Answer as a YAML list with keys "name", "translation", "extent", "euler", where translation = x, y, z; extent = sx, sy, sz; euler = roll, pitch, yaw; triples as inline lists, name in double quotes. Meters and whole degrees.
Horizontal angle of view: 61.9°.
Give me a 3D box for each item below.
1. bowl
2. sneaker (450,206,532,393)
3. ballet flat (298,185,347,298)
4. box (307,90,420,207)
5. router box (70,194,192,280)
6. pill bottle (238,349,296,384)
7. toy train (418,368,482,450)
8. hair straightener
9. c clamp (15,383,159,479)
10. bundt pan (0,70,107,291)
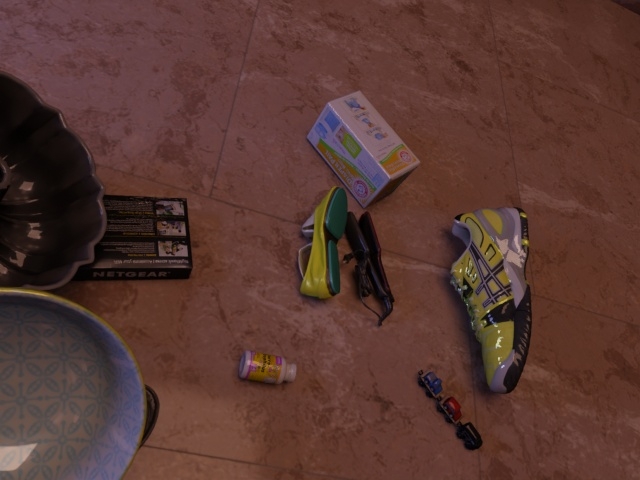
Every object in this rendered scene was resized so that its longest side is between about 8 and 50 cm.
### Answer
- name: "bowl"
  translation: [-0.358, 0.182, 0.601]
  extent: [0.290, 0.156, 0.289]
  euler: [-3, 97, -27]
- name: "sneaker"
  translation: [0.328, 0.109, 1.044]
  extent: [0.147, 0.145, 0.384]
  euler: [2, 57, 12]
- name: "ballet flat"
  translation: [0.000, 0.000, 0.971]
  extent: [0.077, 0.077, 0.230]
  euler: [50, 38, -50]
- name: "box"
  translation: [0.087, -0.187, 1.098]
  extent: [0.103, 0.114, 0.203]
  euler: [-30, 77, -37]
- name: "router box"
  translation: [-0.300, -0.006, 0.846]
  extent: [0.179, 0.046, 0.133]
  euler: [1, 61, -25]
- name: "pill bottle"
  translation: [-0.081, 0.198, 0.826]
  extent: [0.083, 0.043, 0.043]
  euler: [15, 56, -17]
- name: "toy train"
  translation: [0.223, 0.289, 0.920]
  extent: [0.027, 0.036, 0.158]
  euler: [-28, 75, -36]
- name: "hair straightener"
  translation: [0.076, 0.049, 0.999]
  extent: [0.089, 0.047, 0.230]
  euler: [1, 65, -29]
- name: "c clamp"
  translation: [-0.300, 0.248, 0.709]
  extent: [0.161, 0.022, 0.137]
  euler: [8, 53, -20]
- name: "bundt pan"
  translation: [-0.448, -0.064, 0.675]
  extent: [0.331, 0.124, 0.330]
  euler: [40, 37, -39]
